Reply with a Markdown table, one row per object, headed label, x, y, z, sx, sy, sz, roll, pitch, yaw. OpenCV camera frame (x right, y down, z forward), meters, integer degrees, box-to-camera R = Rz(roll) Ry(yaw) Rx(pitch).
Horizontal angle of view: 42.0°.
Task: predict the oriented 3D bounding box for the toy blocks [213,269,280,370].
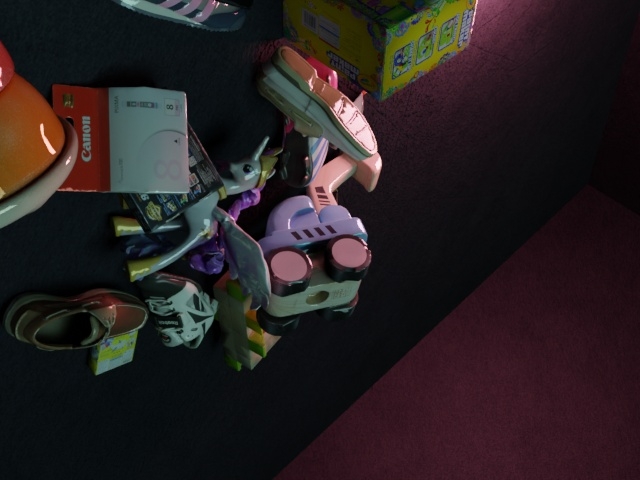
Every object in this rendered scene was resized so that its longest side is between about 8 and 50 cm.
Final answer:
| label | x | y | z | sx | sy | sz | roll | pitch | yaw |
| --- | --- | --- | --- | --- | --- | --- | --- | --- | --- |
| toy blocks | -0.149 | 0.149 | 2.190 | 0.261 | 0.190 | 0.382 | -47 | 152 | -34 |

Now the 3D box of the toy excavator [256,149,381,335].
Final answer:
| label | x | y | z | sx | sy | sz | roll | pitch | yaw |
| --- | --- | --- | --- | --- | --- | --- | --- | --- | --- |
| toy excavator | -0.002 | -0.043 | 2.020 | 0.432 | 0.445 | 0.222 | -11 | 147 | -18 |

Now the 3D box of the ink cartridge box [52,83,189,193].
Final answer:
| label | x | y | z | sx | sy | sz | roll | pitch | yaw |
| --- | --- | --- | --- | --- | --- | --- | --- | --- | --- |
| ink cartridge box | -0.343 | -0.176 | 1.458 | 0.232 | 0.066 | 0.189 | -1 | 88 | -43 |

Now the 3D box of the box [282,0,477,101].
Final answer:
| label | x | y | z | sx | sy | sz | roll | pitch | yaw |
| --- | --- | --- | --- | --- | --- | --- | --- | --- | --- |
| box | 0.120 | -0.476 | 1.701 | 0.279 | 0.290 | 0.177 | -35 | 148 | -27 |

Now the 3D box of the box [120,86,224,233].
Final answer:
| label | x | y | z | sx | sy | sz | roll | pitch | yaw |
| --- | --- | --- | --- | --- | --- | --- | --- | --- | --- |
| box | -0.308 | -0.151 | 1.557 | 0.175 | 0.051 | 0.220 | -37 | 105 | -26 |

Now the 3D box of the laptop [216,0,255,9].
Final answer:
| label | x | y | z | sx | sy | sz | roll | pitch | yaw |
| --- | --- | --- | --- | --- | --- | --- | --- | --- | --- |
| laptop | -0.210 | -0.587 | 1.215 | 0.382 | 0.407 | 0.236 | -62 | -167 | 18 |

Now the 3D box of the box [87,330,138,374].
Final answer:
| label | x | y | z | sx | sy | sz | roll | pitch | yaw |
| --- | --- | --- | --- | --- | --- | --- | --- | --- | --- |
| box | -0.470 | 0.216 | 1.901 | 0.105 | 0.043 | 0.179 | -19 | 140 | -44 |

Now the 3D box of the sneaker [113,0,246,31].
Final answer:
| label | x | y | z | sx | sy | sz | roll | pitch | yaw |
| --- | --- | --- | --- | --- | --- | --- | --- | --- | --- |
| sneaker | -0.226 | -0.442 | 1.416 | 0.319 | 0.112 | 0.131 | -6 | 130 | -55 |

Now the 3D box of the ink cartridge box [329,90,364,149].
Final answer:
| label | x | y | z | sx | sy | sz | roll | pitch | yaw |
| --- | --- | --- | --- | --- | --- | --- | --- | --- | --- |
| ink cartridge box | 0.087 | -0.310 | 2.043 | 0.179 | 0.045 | 0.145 | -47 | -178 | -7 |

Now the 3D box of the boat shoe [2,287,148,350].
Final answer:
| label | x | y | z | sx | sy | sz | roll | pitch | yaw |
| --- | --- | --- | --- | --- | --- | --- | --- | --- | --- |
| boat shoe | -0.484 | 0.175 | 1.713 | 0.324 | 0.116 | 0.123 | -2 | 115 | -49 |

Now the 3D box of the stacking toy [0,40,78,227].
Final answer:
| label | x | y | z | sx | sy | sz | roll | pitch | yaw |
| --- | --- | --- | --- | --- | --- | --- | --- | --- | --- |
| stacking toy | -0.538 | -0.253 | 1.048 | 0.350 | 0.350 | 0.480 | -34 | 131 | -30 |

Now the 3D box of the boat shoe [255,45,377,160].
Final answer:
| label | x | y | z | sx | sy | sz | roll | pitch | yaw |
| --- | --- | --- | --- | --- | --- | --- | --- | --- | --- |
| boat shoe | -0.008 | -0.276 | 1.784 | 0.103 | 0.302 | 0.113 | -40 | -171 | 33 |

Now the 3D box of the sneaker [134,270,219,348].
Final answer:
| label | x | y | z | sx | sy | sz | roll | pitch | yaw |
| --- | --- | --- | --- | --- | --- | --- | --- | --- | --- |
| sneaker | -0.334 | 0.165 | 1.912 | 0.330 | 0.122 | 0.146 | 49 | 53 | -60 |

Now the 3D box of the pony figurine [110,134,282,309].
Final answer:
| label | x | y | z | sx | sy | sz | roll | pitch | yaw |
| --- | --- | --- | --- | --- | --- | --- | --- | --- | --- |
| pony figurine | -0.244 | -0.038 | 1.746 | 0.363 | 0.303 | 0.351 | -16 | 129 | -26 |

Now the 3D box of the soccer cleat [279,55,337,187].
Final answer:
| label | x | y | z | sx | sy | sz | roll | pitch | yaw |
| --- | --- | --- | --- | --- | --- | --- | --- | --- | --- |
| soccer cleat | -0.027 | -0.283 | 1.930 | 0.143 | 0.116 | 0.331 | -55 | 162 | -57 |

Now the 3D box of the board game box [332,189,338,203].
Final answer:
| label | x | y | z | sx | sy | sz | roll | pitch | yaw |
| --- | --- | --- | --- | --- | --- | --- | --- | --- | --- |
| board game box | 0.000 | 0.000 | 2.247 | 0.136 | 0.030 | 0.260 | -27 | 124 | -58 |
